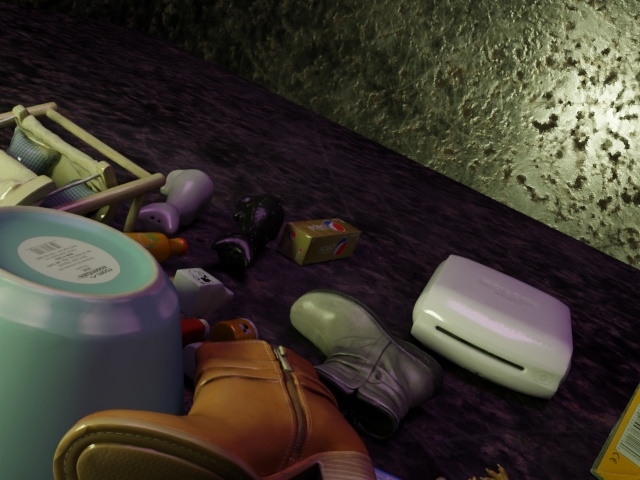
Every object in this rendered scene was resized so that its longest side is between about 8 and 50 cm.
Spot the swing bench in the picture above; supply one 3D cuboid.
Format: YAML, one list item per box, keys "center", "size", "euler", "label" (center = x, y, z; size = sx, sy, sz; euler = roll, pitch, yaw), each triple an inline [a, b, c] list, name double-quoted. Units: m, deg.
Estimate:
- center: [-0.385, -0.062, 0.953]
  size: [0.253, 0.165, 0.255]
  euler: [31, 20, 27]
  label: "swing bench"

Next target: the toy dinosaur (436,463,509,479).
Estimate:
- center: [0.189, 0.298, 0.768]
  size: [0.212, 0.064, 0.112]
  euler: [31, 27, -8]
  label: "toy dinosaur"

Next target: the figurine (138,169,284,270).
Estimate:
- center: [-0.183, -0.030, 1.247]
  size: [0.215, 0.092, 0.209]
  euler: [21, 21, 1]
  label: "figurine"

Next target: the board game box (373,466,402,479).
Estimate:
- center: [0.015, 0.261, 0.668]
  size: [0.160, 0.039, 0.211]
  euler: [24, 17, 6]
  label: "board game box"

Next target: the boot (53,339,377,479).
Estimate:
- center: [-0.080, 0.144, 0.629]
  size: [0.284, 0.109, 0.220]
  euler: [19, 23, -27]
  label: "boot"

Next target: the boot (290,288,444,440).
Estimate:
- center: [0.027, 0.147, 0.971]
  size: [0.247, 0.083, 0.161]
  euler: [29, 24, 28]
  label: "boot"

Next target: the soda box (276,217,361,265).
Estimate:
- center: [0.000, 0.000, 1.408]
  size: [0.061, 0.058, 0.181]
  euler: [31, 20, 26]
  label: "soda box"

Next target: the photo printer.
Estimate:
- center: [0.285, 0.136, 1.254]
  size: [0.256, 0.107, 0.307]
  euler: [25, 17, 11]
  label: "photo printer"

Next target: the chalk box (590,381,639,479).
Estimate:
- center: [0.538, 0.278, 1.008]
  size: [0.289, 0.180, 0.179]
  euler: [5, 23, -39]
  label: "chalk box"

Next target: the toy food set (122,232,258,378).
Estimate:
- center: [-0.148, 0.078, 0.899]
  size: [0.232, 0.111, 0.105]
  euler: [29, 19, 32]
  label: "toy food set"

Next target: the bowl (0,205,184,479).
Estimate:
- center: [-0.254, 0.077, 0.695]
  size: [0.312, 0.163, 0.311]
  euler: [19, 18, -6]
  label: "bowl"
